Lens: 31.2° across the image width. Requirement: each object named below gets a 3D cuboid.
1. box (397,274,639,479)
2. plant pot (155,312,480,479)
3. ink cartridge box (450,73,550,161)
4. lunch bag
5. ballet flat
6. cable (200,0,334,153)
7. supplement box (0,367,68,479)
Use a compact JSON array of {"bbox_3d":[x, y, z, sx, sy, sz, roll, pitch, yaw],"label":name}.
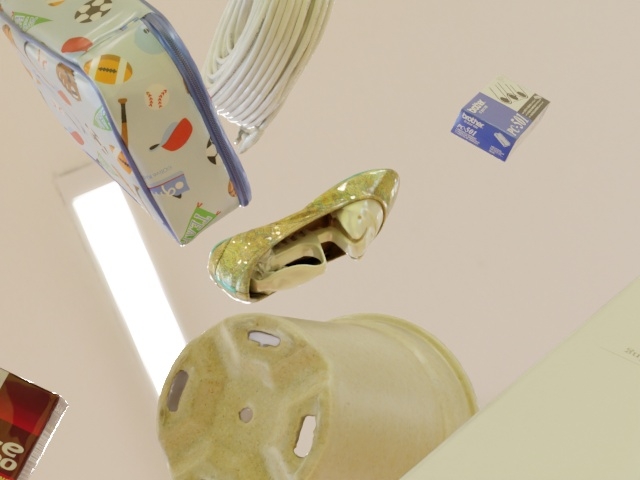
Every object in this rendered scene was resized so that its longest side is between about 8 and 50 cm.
[{"bbox_3d":[0.154,0.165,0.509,0.345,0.168,0.215,-28,-45,-46],"label":"box"},{"bbox_3d":[-0.017,0.218,1.334,0.334,0.334,0.305,-44,-30,10],"label":"plant pot"},{"bbox_3d":[0.282,-0.193,1.774,0.207,0.097,0.046,-44,-19,-56],"label":"ink cartridge box"},{"bbox_3d":[-0.193,-0.139,1.114,0.115,0.303,0.243,-36,-46,-12],"label":"lunch bag"},{"bbox_3d":[0.000,0.000,1.734,0.349,0.123,0.123,-25,-47,-22],"label":"ballet flat"},{"bbox_3d":[-0.067,-0.269,1.427,0.089,0.257,0.257,22,-38,-19],"label":"cable"},{"bbox_3d":[-0.381,0.247,1.200,0.073,0.130,0.239,109,-174,-73],"label":"supplement box"}]
